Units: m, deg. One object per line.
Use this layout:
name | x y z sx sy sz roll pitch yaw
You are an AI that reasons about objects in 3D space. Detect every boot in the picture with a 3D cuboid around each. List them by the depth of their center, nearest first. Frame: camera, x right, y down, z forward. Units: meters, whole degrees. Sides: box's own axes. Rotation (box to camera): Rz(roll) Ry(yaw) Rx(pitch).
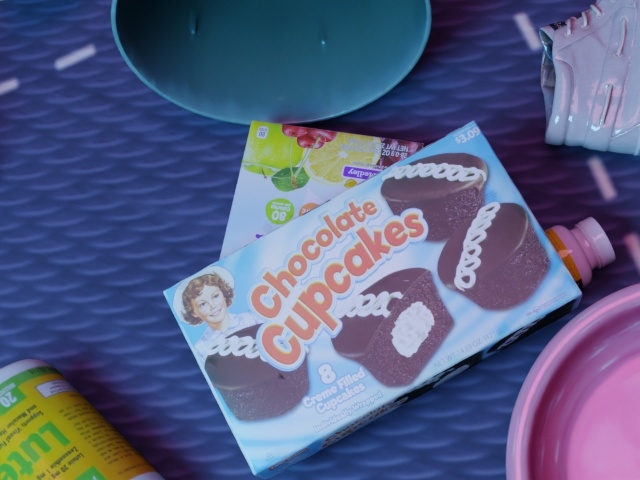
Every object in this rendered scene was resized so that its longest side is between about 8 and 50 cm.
boot | 0.275 -0.209 1.270 0.123 0.095 0.258 5 73 4

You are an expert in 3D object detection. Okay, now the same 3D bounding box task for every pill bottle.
pill bottle | -0.219 0.233 1.181 0.245 0.136 0.136 41 82 20
pill bottle | 0.210 0.025 1.217 0.116 0.065 0.065 -29 69 0

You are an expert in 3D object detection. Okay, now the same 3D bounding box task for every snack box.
snack box | 0.044 0.052 1.168 0.322 0.060 0.187 -29 72 0
snack box | 0.000 0.000 1.261 0.174 0.070 0.207 8 74 11

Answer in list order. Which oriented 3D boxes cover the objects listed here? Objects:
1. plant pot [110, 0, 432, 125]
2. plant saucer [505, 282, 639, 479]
plant pot | -0.046 -0.291 1.268 0.293 0.293 0.235 -6 56 8
plant saucer | 0.327 0.197 1.127 0.332 0.084 0.332 -3 71 8
